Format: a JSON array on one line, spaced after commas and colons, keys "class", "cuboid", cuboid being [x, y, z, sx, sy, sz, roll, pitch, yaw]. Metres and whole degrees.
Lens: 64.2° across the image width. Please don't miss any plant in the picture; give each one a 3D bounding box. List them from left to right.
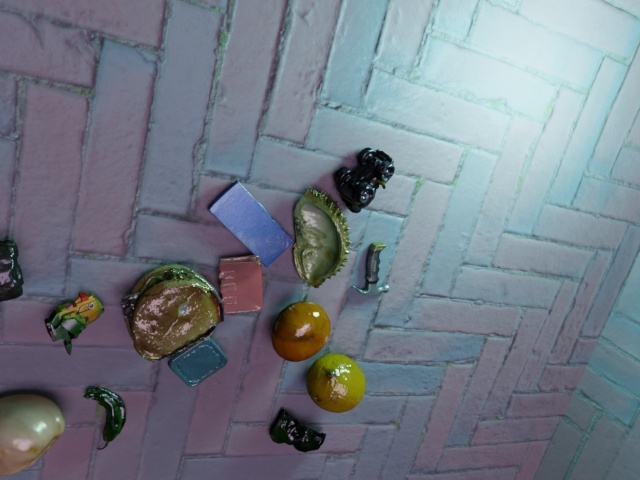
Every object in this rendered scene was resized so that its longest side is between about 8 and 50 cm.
[{"class": "plant", "cuboid": [-0.996, 0.097, 1.433, 0.275, 0.199, 0.189, -13, 109, -22]}]

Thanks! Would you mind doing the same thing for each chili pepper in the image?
[{"class": "chili pepper", "cuboid": [-0.759, 0.640, 1.825, 0.122, 0.065, 0.279, -5, 111, -12]}, {"class": "chili pepper", "cuboid": [-0.085, 0.832, 2.160, 0.264, 0.116, 0.148, 32, 99, -30]}]

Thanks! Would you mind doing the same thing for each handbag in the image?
[{"class": "handbag", "cuboid": [-0.284, 0.156, 1.816, 0.157, 0.059, 0.213, -5, 120, -9]}]

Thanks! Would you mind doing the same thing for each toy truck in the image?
[{"class": "toy truck", "cuboid": [0.170, -0.211, 1.842, 0.224, 0.147, 0.165, -43, 145, -5]}]

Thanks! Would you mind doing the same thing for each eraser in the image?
[{"class": "eraser", "cuboid": [-0.238, -0.055, 1.774, 0.144, 0.042, 0.312, -43, 121, -1]}]

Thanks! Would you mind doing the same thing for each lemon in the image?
[{"class": "lemon", "cuboid": [0.068, 0.579, 2.063, 0.253, 0.228, 0.228, 38, 93, -32]}]

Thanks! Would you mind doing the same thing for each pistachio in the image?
[{"class": "pistachio", "cuboid": [-0.989, 0.621, 1.631, 0.320, 0.229, 0.238, -11, 73, -13]}]

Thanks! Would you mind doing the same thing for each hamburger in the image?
[{"class": "hamburger", "cuboid": [-0.490, 0.227, 1.695, 0.317, 0.195, 0.277, -21, 115, -17]}]

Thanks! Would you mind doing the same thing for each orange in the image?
[{"class": "orange", "cuboid": [-0.078, 0.340, 1.930, 0.240, 0.171, 0.240, -19, 127, -27]}]

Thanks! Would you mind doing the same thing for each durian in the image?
[{"class": "durian", "cuboid": [0.004, 0.005, 1.843, 0.197, 0.163, 0.395, -2, 118, -20]}]

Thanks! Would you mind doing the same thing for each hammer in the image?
[{"class": "hammer", "cuboid": [0.211, 0.117, 2.039, 0.158, 0.041, 0.227, -4, 113, -24]}]

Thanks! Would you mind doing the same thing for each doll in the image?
[{"class": "doll", "cuboid": [-0.783, 0.253, 1.629, 0.186, 0.106, 0.134, -49, 127, -17]}]

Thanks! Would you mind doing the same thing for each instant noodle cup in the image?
[{"class": "instant noodle cup", "cuboid": [-0.449, 0.432, 1.867, 0.179, 0.070, 0.157, -34, 121, -8]}]
